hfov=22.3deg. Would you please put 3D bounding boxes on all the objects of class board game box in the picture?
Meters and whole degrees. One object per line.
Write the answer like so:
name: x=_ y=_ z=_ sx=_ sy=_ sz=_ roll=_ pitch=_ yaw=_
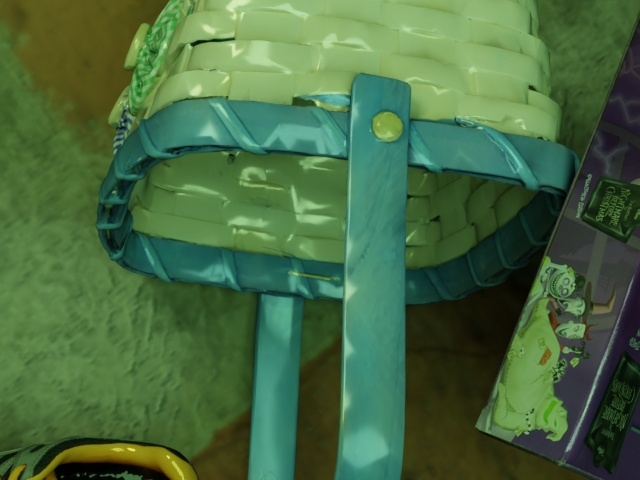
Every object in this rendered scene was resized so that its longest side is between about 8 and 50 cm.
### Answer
board game box: x=0.203 y=0.034 z=0.763 sx=0.347 sy=0.056 sz=0.208 roll=27 pitch=87 yaw=-54

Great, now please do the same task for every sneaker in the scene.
sneaker: x=-0.154 y=0.131 z=0.751 sx=0.215 sy=0.083 sz=0.084 roll=-13 pitch=78 yaw=-27

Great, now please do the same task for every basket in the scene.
basket: x=0.000 y=0.000 z=0.730 sx=0.201 sy=0.255 sz=0.289 roll=2 pitch=71 yaw=-12
